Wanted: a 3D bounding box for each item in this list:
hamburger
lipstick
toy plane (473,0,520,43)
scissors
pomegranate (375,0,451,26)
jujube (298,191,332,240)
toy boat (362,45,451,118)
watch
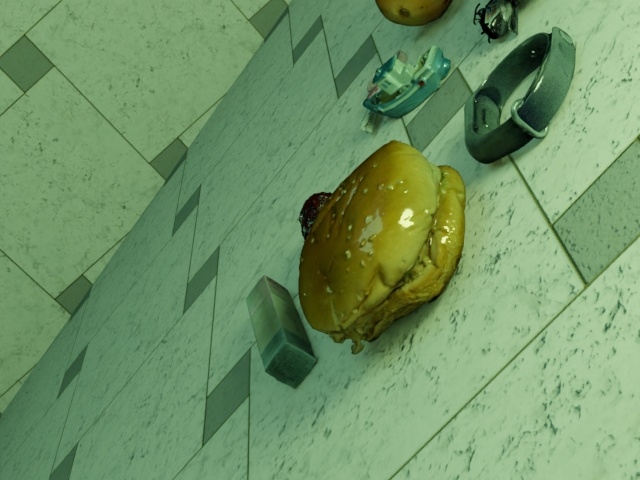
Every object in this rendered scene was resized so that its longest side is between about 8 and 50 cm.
[{"bbox_3d":[0.084,0.008,1.393,0.290,0.170,0.314,-49,21,39],"label":"hamburger"},{"bbox_3d":[-0.076,0.155,1.689,0.068,0.066,0.317,-54,19,9],"label":"lipstick"},{"bbox_3d":[0.321,-0.416,1.679,0.078,0.053,0.197,-23,36,38],"label":"toy plane"},{"bbox_3d":[0.121,-0.308,2.009,0.118,0.030,0.242,-38,24,44],"label":"scissors"},{"bbox_3d":[0.200,-0.545,1.987,0.191,0.191,0.191,-47,21,25],"label":"pomegranate"},{"bbox_3d":[0.013,-0.025,1.735,0.104,0.104,0.166,-47,34,25],"label":"jujube"},{"bbox_3d":[0.153,-0.312,1.838,0.215,0.102,0.088,-34,27,49],"label":"toy boat"},{"bbox_3d":[0.292,-0.212,1.394,0.193,0.068,0.206,-43,21,36],"label":"watch"}]
